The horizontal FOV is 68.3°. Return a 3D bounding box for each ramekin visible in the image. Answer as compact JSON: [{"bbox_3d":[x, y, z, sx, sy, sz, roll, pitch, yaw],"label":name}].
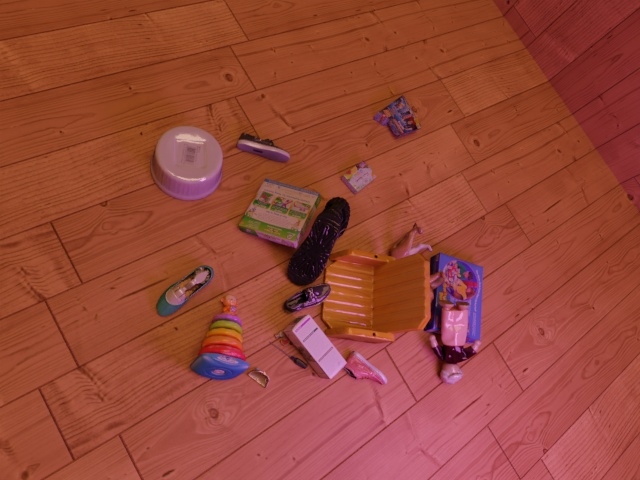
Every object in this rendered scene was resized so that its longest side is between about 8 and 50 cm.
[{"bbox_3d":[-0.509,-0.306,1.817,0.278,0.135,0.276,7,68,-18],"label":"ramekin"}]

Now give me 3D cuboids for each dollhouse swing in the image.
[{"bbox_3d":[0.207,0.196,1.816,0.316,0.305,0.346,12,68,-17],"label":"dollhouse swing"}]

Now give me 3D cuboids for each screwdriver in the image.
[{"bbox_3d":[-0.122,0.428,1.767,0.170,0.025,0.024,33,63,2],"label":"screwdriver"}]

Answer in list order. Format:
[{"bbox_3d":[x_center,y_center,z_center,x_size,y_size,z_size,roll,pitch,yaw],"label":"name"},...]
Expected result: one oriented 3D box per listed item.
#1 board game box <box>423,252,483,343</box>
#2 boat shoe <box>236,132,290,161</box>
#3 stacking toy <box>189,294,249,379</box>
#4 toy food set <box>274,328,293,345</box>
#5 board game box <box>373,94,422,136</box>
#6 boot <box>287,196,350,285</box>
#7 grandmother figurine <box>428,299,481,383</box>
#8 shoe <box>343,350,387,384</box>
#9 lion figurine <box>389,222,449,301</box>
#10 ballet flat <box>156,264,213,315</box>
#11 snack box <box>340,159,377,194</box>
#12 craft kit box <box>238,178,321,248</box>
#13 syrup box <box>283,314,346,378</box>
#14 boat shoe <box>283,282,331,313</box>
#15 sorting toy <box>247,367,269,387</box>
[{"bbox_3d":[0.589,0.252,2.070,0.234,0.078,0.346,18,65,-14],"label":"board game box"},{"bbox_3d":[-0.236,-0.400,1.996,0.229,0.080,0.076,13,68,-8],"label":"boat shoe"},{"bbox_3d":[-0.334,0.321,1.664,0.175,0.166,0.301,21,49,-23],"label":"stacking toy"},{"bbox_3d":[-0.106,0.361,1.792,0.122,0.019,0.077,-26,82,-27],"label":"toy food set"},{"bbox_3d":[0.367,-0.595,2.309,0.194,0.060,0.194,-24,81,-26],"label":"board game box"},{"bbox_3d":[0.004,0.001,1.896,0.131,0.347,0.260,32,20,-1],"label":"boot"},{"bbox_3d":[0.544,0.420,1.919,0.208,0.104,0.341,5,97,13],"label":"grandmother figurine"},{"bbox_3d":[0.170,0.514,1.822,0.178,0.063,0.081,41,63,3],"label":"shoe"},{"bbox_3d":[0.387,0.131,2.007,0.240,0.142,0.391,-27,61,13],"label":"lion figurine"},{"bbox_3d":[-0.481,0.168,1.679,0.083,0.087,0.247,48,62,0],"label":"ballet flat"},{"bbox_3d":[0.174,-0.286,2.131,0.141,0.037,0.100,-41,90,-28],"label":"snack box"},{"bbox_3d":[-0.158,-0.112,1.867,0.250,0.060,0.246,17,59,17],"label":"craft kit box"},{"bbox_3d":[-0.021,0.394,1.754,0.096,0.093,0.236,-39,96,-28],"label":"syrup box"},{"bbox_3d":[-0.047,0.219,1.821,0.206,0.065,0.075,-24,72,-14],"label":"boat shoe"},{"bbox_3d":[-0.209,0.481,1.676,0.083,0.075,0.044,38,62,-5],"label":"sorting toy"}]
